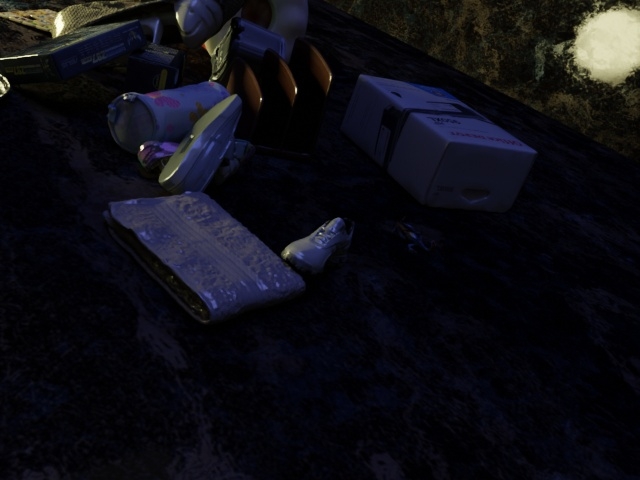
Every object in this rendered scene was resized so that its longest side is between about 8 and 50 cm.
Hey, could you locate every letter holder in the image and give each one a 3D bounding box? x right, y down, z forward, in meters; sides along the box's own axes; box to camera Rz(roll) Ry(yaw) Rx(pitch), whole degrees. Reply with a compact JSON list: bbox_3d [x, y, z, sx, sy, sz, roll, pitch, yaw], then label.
[{"bbox_3d":[-0.100,-0.347,1.464,0.152,0.214,0.302,7,30,-24],"label":"letter holder"}]

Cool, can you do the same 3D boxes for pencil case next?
[{"bbox_3d":[-0.285,-0.245,1.264,0.124,0.113,0.273,12,22,25],"label":"pencil case"}]

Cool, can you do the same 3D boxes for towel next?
[{"bbox_3d":[-0.170,0.011,0.931,0.282,0.049,0.187,37,32,31],"label":"towel"}]

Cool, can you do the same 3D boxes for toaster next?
[{"bbox_3d":[-0.184,-0.467,1.648,0.146,0.227,0.129,13,62,-26],"label":"toaster"}]

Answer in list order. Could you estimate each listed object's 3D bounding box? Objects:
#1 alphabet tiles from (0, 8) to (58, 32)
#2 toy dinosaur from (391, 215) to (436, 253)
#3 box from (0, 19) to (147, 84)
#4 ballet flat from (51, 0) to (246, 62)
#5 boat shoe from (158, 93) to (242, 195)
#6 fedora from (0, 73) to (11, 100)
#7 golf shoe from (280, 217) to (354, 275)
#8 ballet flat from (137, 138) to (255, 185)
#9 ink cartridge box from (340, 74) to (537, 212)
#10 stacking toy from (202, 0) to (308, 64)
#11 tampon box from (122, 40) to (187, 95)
[{"bbox_3d":[-0.697,-0.585,1.723,0.198,0.009,0.237,19,27,10],"label":"alphabet tiles"},{"bbox_3d":[0.180,-0.009,1.214,0.082,0.047,0.090,38,16,-4],"label":"toy dinosaur"},{"bbox_3d":[-0.496,-0.379,1.299,0.183,0.059,0.233,5,34,33],"label":"box"},{"bbox_3d":[-0.383,-0.498,1.507,0.482,0.164,0.182,-15,55,-3],"label":"ballet flat"},{"bbox_3d":[-0.191,-0.156,1.118,0.079,0.081,0.227,-6,46,45],"label":"boat shoe"},{"bbox_3d":[-0.718,-0.349,1.124,0.334,0.152,0.334,15,27,-8],"label":"fedora"},{"bbox_3d":[0.000,0.000,0.994,0.069,0.086,0.176,32,18,15],"label":"golf shoe"},{"bbox_3d":[-0.216,-0.139,1.170,0.221,0.077,0.079,-3,52,-29],"label":"ballet flat"},{"bbox_3d":[0.276,-0.241,1.570,0.285,0.166,0.395,1,33,-32],"label":"ink cartridge box"},{"bbox_3d":[-0.297,-0.688,1.914,0.350,0.351,0.480,-5,24,-40],"label":"stacking toy"},{"bbox_3d":[-0.357,-0.347,1.396,0.101,0.120,0.161,13,28,-10],"label":"tampon box"}]
